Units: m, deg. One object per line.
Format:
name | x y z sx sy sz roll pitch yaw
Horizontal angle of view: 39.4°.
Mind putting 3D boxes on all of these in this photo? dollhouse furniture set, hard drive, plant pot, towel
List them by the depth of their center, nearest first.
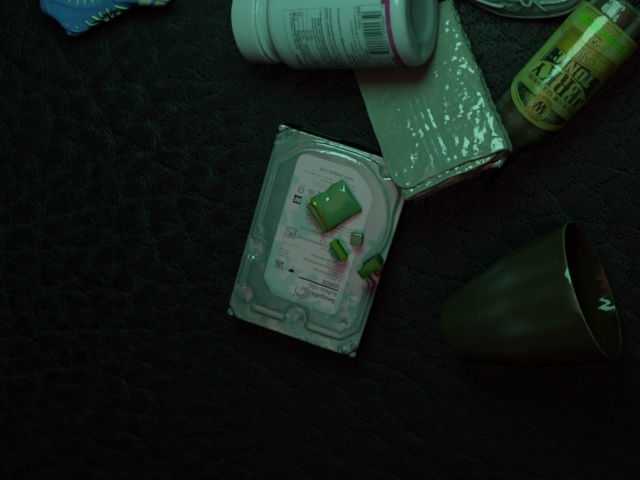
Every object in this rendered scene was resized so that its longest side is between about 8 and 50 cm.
towel | 0.164 -0.212 1.362 0.187 0.049 0.282 -23 71 19
plant pot | 0.312 0.110 1.378 0.230 0.215 0.215 -21 96 28
dollhouse furniture set | 0.039 -0.014 1.404 0.076 0.058 0.151 -33 93 15
hard drive | 0.000 0.000 1.478 0.237 0.064 0.339 19 104 7

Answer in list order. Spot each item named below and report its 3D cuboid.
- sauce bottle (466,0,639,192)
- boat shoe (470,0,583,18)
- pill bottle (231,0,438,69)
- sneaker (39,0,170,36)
sauce bottle | 0.341 -0.218 1.346 0.111 0.111 0.344 40 108 2
boat shoe | 0.242 -0.411 1.332 0.320 0.103 0.118 21 103 7
pill bottle | 0.020 -0.337 1.339 0.283 0.160 0.160 4 101 26
sneaker | -0.359 -0.394 1.476 0.240 0.091 0.126 16 121 7
